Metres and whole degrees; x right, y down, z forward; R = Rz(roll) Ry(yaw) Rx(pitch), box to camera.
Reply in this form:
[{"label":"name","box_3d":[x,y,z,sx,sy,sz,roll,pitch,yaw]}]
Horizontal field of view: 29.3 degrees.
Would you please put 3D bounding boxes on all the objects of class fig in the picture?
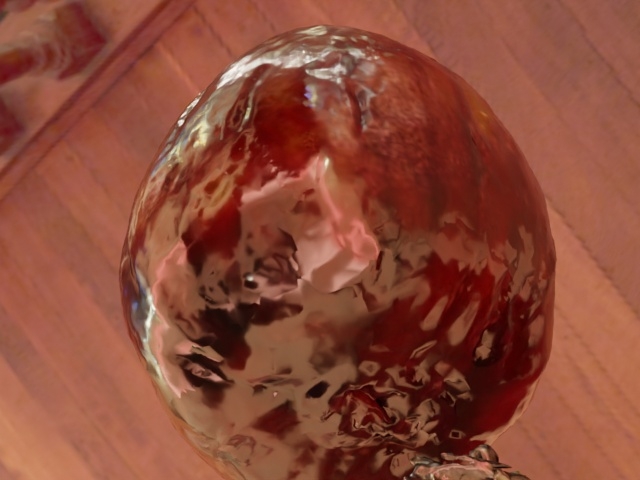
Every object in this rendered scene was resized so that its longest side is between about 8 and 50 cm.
[{"label":"fig","box_3d":[0.006,0.006,0.626,0.224,0.224,0.263,-13,66,32]}]

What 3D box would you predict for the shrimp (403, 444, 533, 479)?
[{"label":"shrimp","box_3d":[0.098,0.109,0.369,0.161,0.091,0.034,30,90,-5]}]
